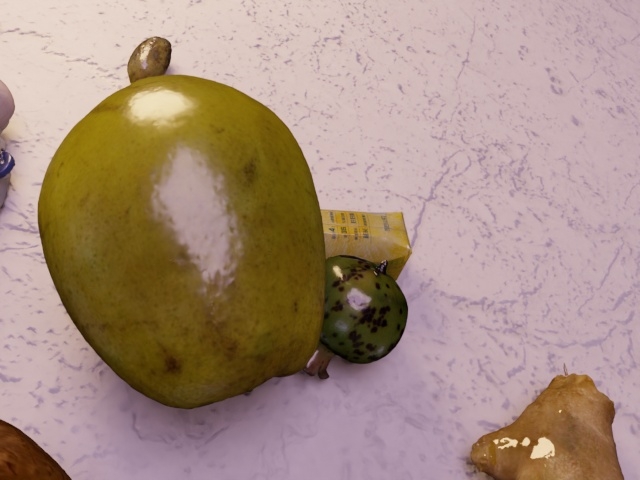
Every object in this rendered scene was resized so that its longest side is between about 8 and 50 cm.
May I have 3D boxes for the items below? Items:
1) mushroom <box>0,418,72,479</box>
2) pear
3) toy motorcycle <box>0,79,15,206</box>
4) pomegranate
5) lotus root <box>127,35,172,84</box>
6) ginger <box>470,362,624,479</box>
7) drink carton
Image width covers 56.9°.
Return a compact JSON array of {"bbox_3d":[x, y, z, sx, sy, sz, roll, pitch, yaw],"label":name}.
[{"bbox_3d":[-0.311,0.227,0.331,0.345,0.239,0.345,17,19,-6],"label":"mushroom"},{"bbox_3d":[-0.118,-0.002,0.546,0.252,0.253,0.307,-17,72,-26],"label":"pear"},{"bbox_3d":[-0.396,-0.080,0.627,0.112,0.112,0.254,4,54,-13],"label":"toy motorcycle"},{"bbox_3d":[0.021,0.086,0.618,0.122,0.122,0.161,43,90,15],"label":"pomegranate"},{"bbox_3d":[-0.232,-0.246,0.807,0.049,0.054,0.099,30,51,-20],"label":"lotus root"},{"bbox_3d":[0.206,0.299,0.535,0.236,0.166,0.376,-20,29,12],"label":"ginger"},{"bbox_3d":[0.000,0.000,0.687,0.199,0.075,0.084,4,54,-15],"label":"drink carton"}]
